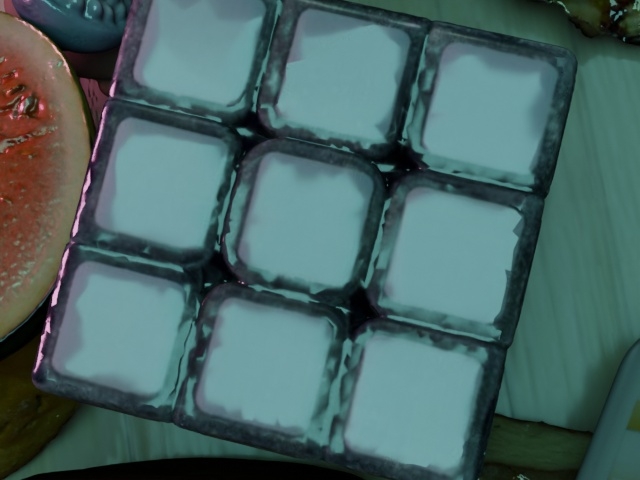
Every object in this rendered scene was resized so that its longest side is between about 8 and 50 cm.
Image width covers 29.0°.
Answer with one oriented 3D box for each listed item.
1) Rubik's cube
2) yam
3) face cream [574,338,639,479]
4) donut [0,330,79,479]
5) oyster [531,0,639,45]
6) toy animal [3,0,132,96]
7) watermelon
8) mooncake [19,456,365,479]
[{"bbox_3d":[0.000,0.000,0.923,0.303,0.305,0.301,15,86,4],"label":"Rubik's cube"},{"bbox_3d":[0.218,0.213,0.958,0.238,0.128,0.129,11,62,9],"label":"yam"},{"bbox_3d":[0.277,0.131,0.888,0.144,0.071,0.291,21,61,19],"label":"face cream"},{"bbox_3d":[-0.338,0.113,0.990,0.277,0.277,0.108,-31,60,3],"label":"donut"},{"bbox_3d":[0.172,-0.308,1.052,0.361,0.096,0.221,22,91,10],"label":"oyster"},{"bbox_3d":[-0.164,-0.241,1.025,0.210,0.221,0.230,22,80,-2],"label":"toy animal"},{"bbox_3d":[-0.230,-0.040,0.932,0.159,0.128,0.304,-11,70,4],"label":"watermelon"},{"bbox_3d":[-0.099,0.253,0.920,0.290,0.290,0.161,-1,85,8],"label":"mooncake"}]
